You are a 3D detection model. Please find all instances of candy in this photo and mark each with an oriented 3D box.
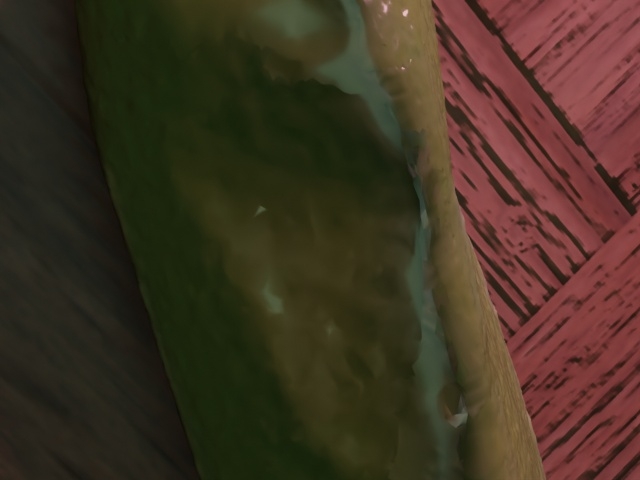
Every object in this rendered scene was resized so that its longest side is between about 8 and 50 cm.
[{"bbox_3d":[0.000,0.000,0.506,0.142,0.132,0.344,-6,105,27],"label":"candy"}]
